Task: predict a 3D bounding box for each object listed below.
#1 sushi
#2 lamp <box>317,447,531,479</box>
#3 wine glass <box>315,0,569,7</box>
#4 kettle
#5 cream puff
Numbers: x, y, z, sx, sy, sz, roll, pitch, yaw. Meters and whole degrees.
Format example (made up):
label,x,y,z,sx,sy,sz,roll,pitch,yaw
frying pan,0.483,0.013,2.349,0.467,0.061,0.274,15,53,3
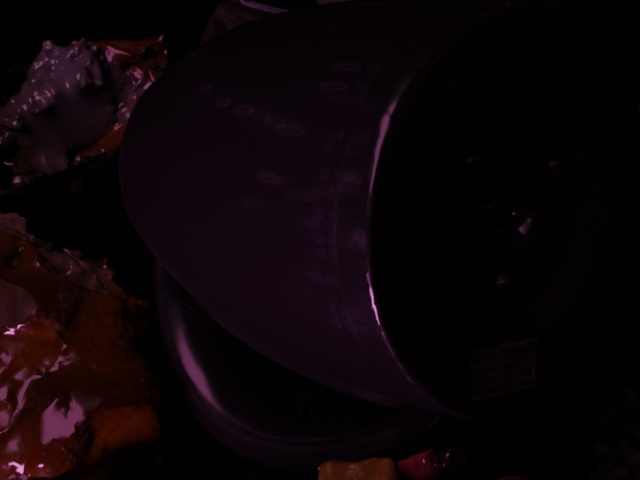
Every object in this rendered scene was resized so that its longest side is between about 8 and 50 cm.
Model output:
label,x,y,z,sx,sy,sz,roll,pitch,yaw
sushi,-0.199,-0.076,1.195,0.226,0.103,0.097,-19,72,28
lamp,0.008,0.173,0.892,0.253,0.118,0.118,-12,58,29
wine glass,0.117,-0.172,1.003,0.241,0.126,0.126,-15,57,28
kettle,0.000,0.000,0.959,0.290,0.207,0.268,9,98,46
cream puff,-0.208,0.083,1.070,0.241,0.155,0.269,-31,53,19
